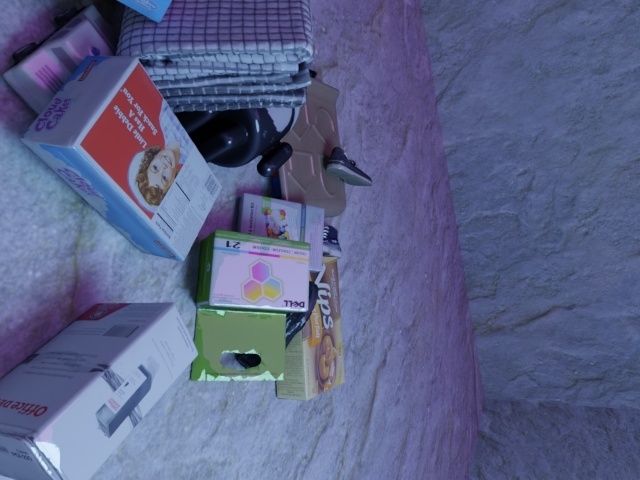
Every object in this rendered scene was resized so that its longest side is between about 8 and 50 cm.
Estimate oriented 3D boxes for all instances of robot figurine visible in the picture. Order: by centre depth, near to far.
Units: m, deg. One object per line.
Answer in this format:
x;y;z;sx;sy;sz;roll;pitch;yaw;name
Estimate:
-0.145;-0.243;0.867;0.278;0.174;0.209;-53;156;-51;robot figurine

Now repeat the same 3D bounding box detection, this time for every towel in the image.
-0.152;-0.313;0.723;0.121;0.284;0.235;93;-8;-55;towel

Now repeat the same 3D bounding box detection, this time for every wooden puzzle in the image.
-0.039;-0.227;1.174;0.322;0.081;0.347;-11;100;-62;wooden puzzle

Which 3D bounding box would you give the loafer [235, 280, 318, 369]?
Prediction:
-0.084;0.170;0.948;0.078;0.076;0.223;40;76;-17;loafer

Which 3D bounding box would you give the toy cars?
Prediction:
-0.371;-0.233;0.543;0.394;0.087;0.176;-20;103;-61;toy cars

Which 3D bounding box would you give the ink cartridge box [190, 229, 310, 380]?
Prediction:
-0.123;0.125;0.843;0.189;0.097;0.255;8;75;-27;ink cartridge box

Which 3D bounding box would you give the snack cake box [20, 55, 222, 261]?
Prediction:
-0.255;-0.102;0.656;0.264;0.089;0.152;67;39;-55;snack cake box

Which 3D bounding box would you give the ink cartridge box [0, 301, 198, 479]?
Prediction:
-0.282;0.173;0.560;0.218;0.159;0.092;-50;128;-53;ink cartridge box

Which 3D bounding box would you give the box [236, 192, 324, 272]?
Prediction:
-0.084;-0.013;0.985;0.186;0.038;0.145;9;74;-24;box

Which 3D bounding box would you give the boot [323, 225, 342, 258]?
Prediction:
0.000;0.000;1.221;0.190;0.069;0.086;22;58;-67;boot

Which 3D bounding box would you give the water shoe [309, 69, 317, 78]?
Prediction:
-0.064;-0.493;1.163;0.073;0.080;0.203;-53;130;-52;water shoe

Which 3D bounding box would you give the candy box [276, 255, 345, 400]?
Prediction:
-0.027;0.194;1.098;0.183;0.088;0.316;5;80;-60;candy box

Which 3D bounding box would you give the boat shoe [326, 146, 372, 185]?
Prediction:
0.086;-0.193;1.248;0.206;0.075;0.064;17;78;-57;boat shoe

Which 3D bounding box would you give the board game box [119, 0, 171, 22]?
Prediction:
-0.281;-0.481;0.605;0.242;0.064;0.316;19;65;-32;board game box
